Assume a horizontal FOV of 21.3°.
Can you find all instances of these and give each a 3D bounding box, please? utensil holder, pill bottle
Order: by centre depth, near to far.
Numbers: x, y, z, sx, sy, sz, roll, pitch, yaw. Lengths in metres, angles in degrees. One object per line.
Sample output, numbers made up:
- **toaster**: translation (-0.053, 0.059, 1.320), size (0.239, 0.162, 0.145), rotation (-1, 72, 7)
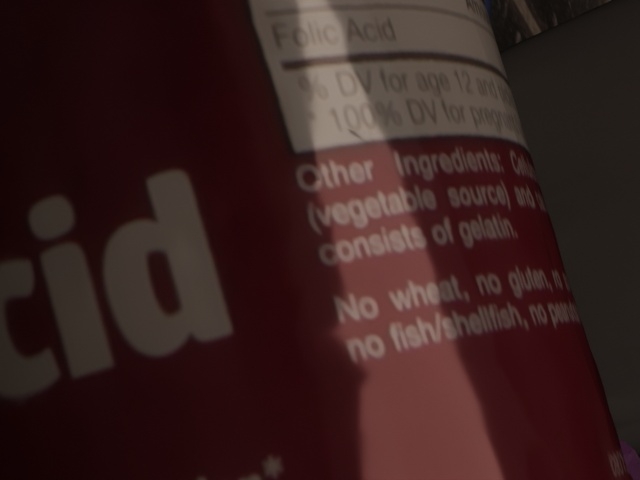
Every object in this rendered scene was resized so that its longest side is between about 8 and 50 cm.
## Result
- **pill bottle**: translation (-0.048, 0.003, 0.483), size (0.224, 0.224, 0.392), rotation (4, 67, -63)
- **utensil holder**: translation (0.334, -0.055, 1.123), size (0.327, 0.385, 0.328), rotation (45, 34, -43)

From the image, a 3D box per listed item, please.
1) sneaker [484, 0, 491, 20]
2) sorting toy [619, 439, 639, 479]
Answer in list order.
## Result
- **sneaker**: translation (0.024, -0.050, 0.725), size (0.296, 0.111, 0.131), rotation (-77, 153, -42)
- **sorting toy**: translation (0.105, 0.250, 0.716), size (0.126, 0.127, 0.366), rotation (-41, 125, -41)
